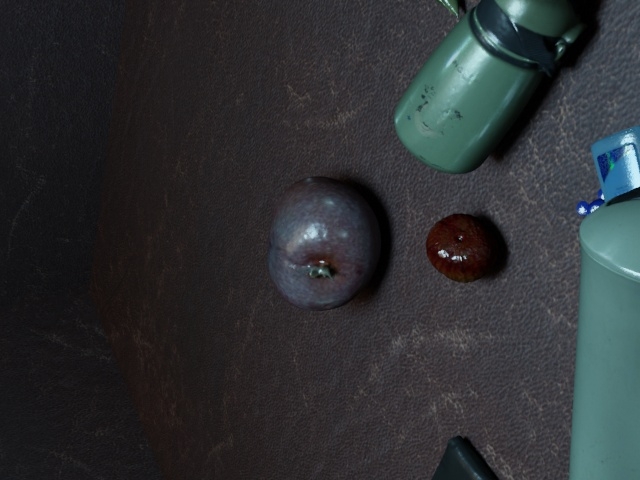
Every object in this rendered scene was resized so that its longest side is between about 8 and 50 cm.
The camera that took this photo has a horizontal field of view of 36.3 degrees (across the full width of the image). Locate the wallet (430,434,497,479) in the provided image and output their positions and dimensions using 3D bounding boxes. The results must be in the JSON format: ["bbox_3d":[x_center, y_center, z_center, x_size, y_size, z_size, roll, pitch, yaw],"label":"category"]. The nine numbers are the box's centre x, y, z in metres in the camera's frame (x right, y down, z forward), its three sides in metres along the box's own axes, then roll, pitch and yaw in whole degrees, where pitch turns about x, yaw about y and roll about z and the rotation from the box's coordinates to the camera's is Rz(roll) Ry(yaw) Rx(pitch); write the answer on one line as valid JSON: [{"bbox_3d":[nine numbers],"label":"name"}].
[{"bbox_3d":[0.304,0.529,1.668,0.377,0.051,0.197,52,137,42],"label":"wallet"}]

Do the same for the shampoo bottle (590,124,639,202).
[{"bbox_3d":[0.429,-0.017,1.282,0.104,0.061,0.258,-23,77,58],"label":"shampoo bottle"}]

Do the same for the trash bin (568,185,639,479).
[{"bbox_3d":[0.426,0.140,1.117,0.280,0.280,0.432,34,129,54],"label":"trash bin"}]

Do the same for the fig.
[{"bbox_3d":[0.222,0.027,1.619,0.119,0.119,0.153,67,147,26],"label":"fig"}]

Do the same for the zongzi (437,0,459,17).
[{"bbox_3d":[0.179,-0.420,1.653,0.154,0.062,0.130,-10,100,68],"label":"zongzi"}]

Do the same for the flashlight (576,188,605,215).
[{"bbox_3d":[0.406,-0.011,1.358,0.057,0.035,0.121,-37,67,31],"label":"flashlight"}]

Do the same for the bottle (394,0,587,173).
[{"bbox_3d":[0.252,-0.260,1.444,0.347,0.168,0.168,-55,50,46],"label":"bottle"}]

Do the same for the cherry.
[{"bbox_3d":[0.000,0.000,1.921,0.307,0.221,0.261,-114,38,-52],"label":"cherry"}]
